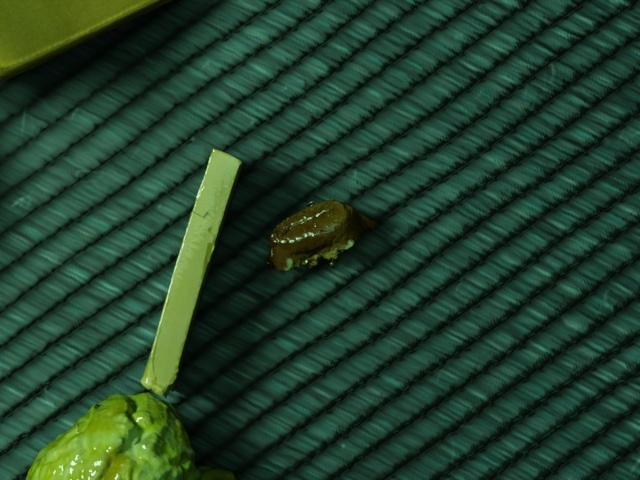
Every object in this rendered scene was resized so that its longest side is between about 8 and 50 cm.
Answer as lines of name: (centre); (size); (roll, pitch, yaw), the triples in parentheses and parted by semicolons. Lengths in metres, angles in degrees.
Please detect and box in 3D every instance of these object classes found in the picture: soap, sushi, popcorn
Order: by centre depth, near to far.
popcorn: (-0.183, 0.246, 1.630); (0.212, 0.198, 0.198); (26, 89, -32)
soap: (-0.129, 0.033, 1.668); (0.037, 0.092, 0.252); (17, 89, -1)
sushi: (0.000, -0.003, 1.689); (0.118, 0.061, 0.060); (-14, 131, 16)

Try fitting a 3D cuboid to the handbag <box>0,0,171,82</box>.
handbag: (-0.340, -0.358, 1.637); (0.283, 0.133, 0.401); (-31, 91, -24)
